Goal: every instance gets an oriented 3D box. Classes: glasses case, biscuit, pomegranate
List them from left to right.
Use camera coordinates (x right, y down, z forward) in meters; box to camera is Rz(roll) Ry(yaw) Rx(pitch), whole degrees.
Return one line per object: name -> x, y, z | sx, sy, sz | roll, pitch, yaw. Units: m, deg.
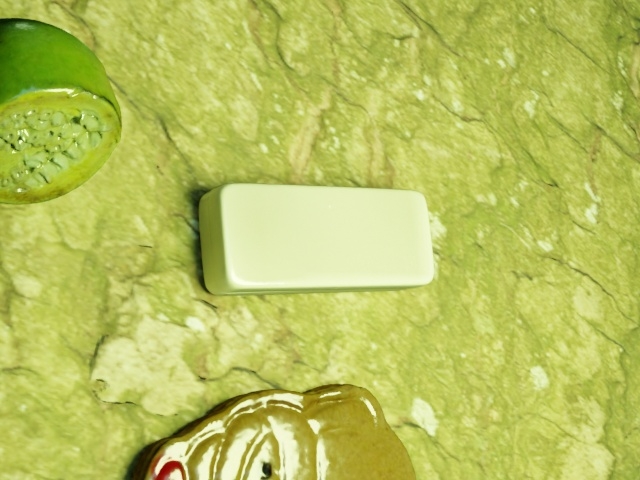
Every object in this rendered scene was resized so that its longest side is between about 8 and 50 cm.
pomegranate -> -0.334, -0.132, 1.154 | 0.190, 0.241, 0.159 | 16, 36, -54
biscuit -> -0.044, 0.330, 1.290 | 0.381, 0.074, 0.359 | 21, 67, -31
glasses case -> 0.000, 0.000, 1.380 | 0.312, 0.070, 0.131 | 0, 80, -33
